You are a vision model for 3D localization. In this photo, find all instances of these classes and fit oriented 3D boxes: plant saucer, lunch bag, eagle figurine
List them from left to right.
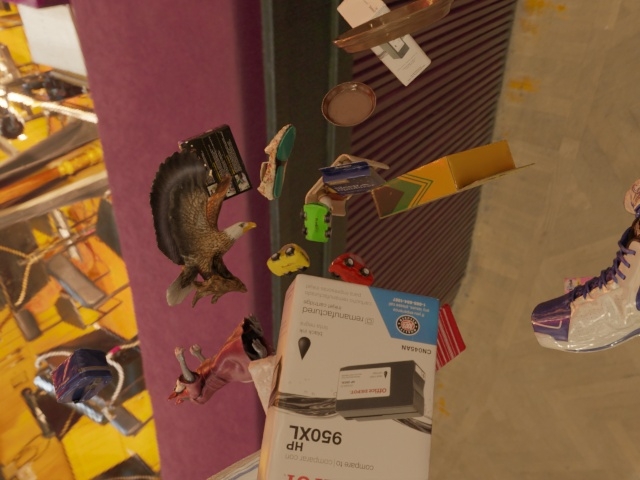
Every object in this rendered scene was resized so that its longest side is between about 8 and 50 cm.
[{"bbox_3d":[-0.413,0.240,0.925,0.098,0.067,0.065,-42,58,17],"label":"lunch bag"},{"bbox_3d":[-0.252,-0.018,1.173,0.226,0.225,0.298,-46,65,53],"label":"eagle figurine"},{"bbox_3d":[0.089,-0.414,1.656,0.169,0.168,0.029,26,163,22],"label":"plant saucer"},{"bbox_3d":[0.162,-0.476,1.181,0.278,0.278,0.041,-3,121,39],"label":"plant saucer"}]

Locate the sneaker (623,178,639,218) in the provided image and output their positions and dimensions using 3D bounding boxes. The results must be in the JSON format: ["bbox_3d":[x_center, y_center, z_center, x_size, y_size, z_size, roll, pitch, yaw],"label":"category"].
[{"bbox_3d":[0.892,-0.101,1.464,0.112,0.131,0.296,51,180,6],"label":"sneaker"}]

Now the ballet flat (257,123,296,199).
[{"bbox_3d":[-0.143,-0.246,1.657,0.077,0.091,0.240,17,96,23],"label":"ballet flat"}]

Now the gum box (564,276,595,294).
[{"bbox_3d":[0.875,0.198,1.771,0.107,0.062,0.188,-6,139,29],"label":"gum box"}]

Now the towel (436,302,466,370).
[{"bbox_3d":[0.352,0.354,1.780,0.031,0.275,0.198,22,140,63],"label":"towel"}]

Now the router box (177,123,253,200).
[{"bbox_3d":[-0.267,-0.192,1.380,0.046,0.133,0.178,32,145,63],"label":"router box"}]

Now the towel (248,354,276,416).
[{"bbox_3d":[0.024,0.399,1.328,0.332,0.053,0.316,-15,105,4],"label":"towel"}]

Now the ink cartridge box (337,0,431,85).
[{"bbox_3d":[0.200,-0.647,1.692,0.115,0.273,0.198,-42,44,17],"label":"ink cartridge box"}]

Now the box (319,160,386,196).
[{"bbox_3d":[0.093,-0.169,1.509,0.137,0.225,0.036,-7,79,19],"label":"box"}]

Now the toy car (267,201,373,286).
[{"bbox_3d":[0.000,0.000,1.136,0.239,0.053,0.224,8,134,11],"label":"toy car"}]

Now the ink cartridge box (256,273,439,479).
[{"bbox_3d":[0.054,0.290,1.008,0.286,0.394,0.166,10,160,-7],"label":"ink cartridge box"}]

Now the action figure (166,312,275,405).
[{"bbox_3d":[-0.306,0.404,1.651,0.370,0.248,0.275,-42,85,9],"label":"action figure"}]

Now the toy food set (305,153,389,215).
[{"bbox_3d":[0.105,-0.210,2.126,0.306,0.220,0.092,-45,56,36],"label":"toy food set"}]

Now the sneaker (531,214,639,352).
[{"bbox_3d":[0.470,0.055,0.810,0.316,0.127,0.182,-18,105,42],"label":"sneaker"}]

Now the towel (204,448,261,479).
[{"bbox_3d":[-0.155,0.659,1.317,0.034,0.209,0.284,21,130,66],"label":"towel"}]

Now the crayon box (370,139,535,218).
[{"bbox_3d":[0.289,-0.142,1.218,0.319,0.202,0.081,-19,90,57],"label":"crayon box"}]
